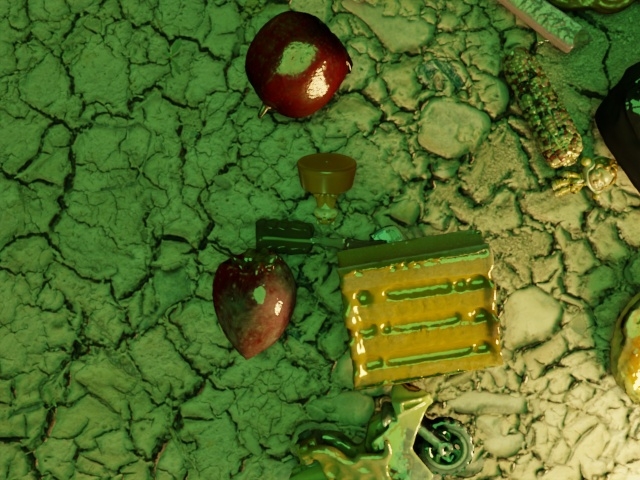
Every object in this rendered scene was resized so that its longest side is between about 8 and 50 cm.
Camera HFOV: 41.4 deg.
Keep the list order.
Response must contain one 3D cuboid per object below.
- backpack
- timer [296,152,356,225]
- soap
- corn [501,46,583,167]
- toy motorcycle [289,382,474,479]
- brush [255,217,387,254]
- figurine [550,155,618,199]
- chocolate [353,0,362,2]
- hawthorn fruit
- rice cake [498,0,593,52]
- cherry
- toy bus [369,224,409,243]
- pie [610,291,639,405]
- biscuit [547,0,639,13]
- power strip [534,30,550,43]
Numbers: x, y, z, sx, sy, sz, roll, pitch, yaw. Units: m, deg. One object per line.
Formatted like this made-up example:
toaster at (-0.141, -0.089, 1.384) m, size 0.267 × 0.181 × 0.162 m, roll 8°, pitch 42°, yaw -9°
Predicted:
backpack at (0.830, -0.271, 1.748) m, size 0.445 × 0.255 × 0.363 m, roll -35°, pitch 94°, yaw 1°
timer at (0.013, -0.104, 1.881) m, size 0.131 × 0.132 × 0.152 m, roll 2°, pitch 113°, yaw 4°
soap at (0.206, 0.147, 1.801) m, size 0.334 × 0.156 × 0.294 m, roll -11°, pitch 110°, yaw 5°
corn at (0.480, -0.288, 1.852) m, size 0.092 × 0.092 × 0.281 m, roll -27°, pitch 84°, yaw 4°
toy motorcycle at (0.118, 0.461, 1.840) m, size 0.410 × 0.169 × 0.237 m, roll -28°, pitch 87°, yaw 4°
brush at (0.000, 0.000, 1.882) m, size 0.300 × 0.071 × 0.084 m, roll 4°, pitch 97°, yaw 14°
figurine at (0.581, -0.133, 1.857) m, size 0.101 × 0.068 × 0.143 m, roll 38°, pitch 114°, yaw -18°
chocolate at (0.024, -0.643, 1.883) m, size 0.253 × 0.080 × 0.157 m, roll 26°, pitch 107°, yaw 5°
hawthorn fruit at (-0.064, -0.370, 1.839) m, size 0.215 × 0.215 × 0.250 m, roll 35°, pitch 100°, yaw 3°
rice cake at (0.416, -0.537, 1.846) m, size 0.399 × 0.070 × 0.064 m, roll 39°, pitch 102°, yaw 8°
cherry at (-0.147, 0.138, 1.853) m, size 0.192 × 0.175 × 0.250 m, roll 6°, pitch 92°, yaw 13°
toy bus at (0.168, 0.020, 1.886) m, size 0.074 × 0.060 × 0.123 m, roll -35°, pitch 90°, yaw 0°
pie at (0.795, 0.240, 1.837) m, size 0.338 × 0.077 × 0.339 m, roll 0°, pitch 92°, yaw 1°
biscuit at (0.642, -0.663, 1.838) m, size 0.454 × 0.078 × 0.350 m, roll 7°, pitch 83°, yaw 3°
power strip at (0.493, -0.503, 1.879) m, size 0.050 × 0.019 × 0.136 m, roll -10°, pitch 90°, yaw 7°
